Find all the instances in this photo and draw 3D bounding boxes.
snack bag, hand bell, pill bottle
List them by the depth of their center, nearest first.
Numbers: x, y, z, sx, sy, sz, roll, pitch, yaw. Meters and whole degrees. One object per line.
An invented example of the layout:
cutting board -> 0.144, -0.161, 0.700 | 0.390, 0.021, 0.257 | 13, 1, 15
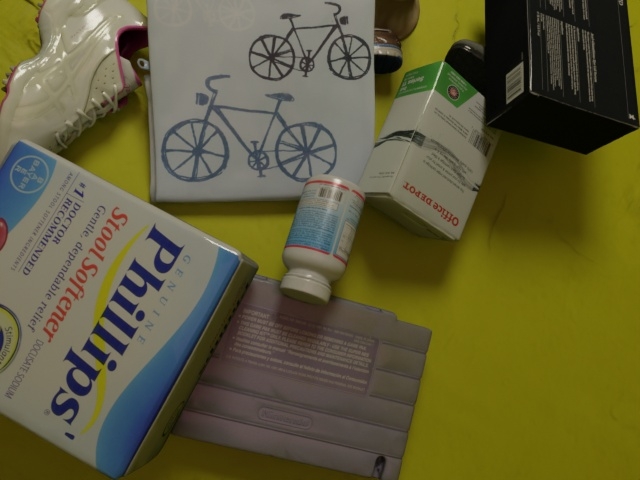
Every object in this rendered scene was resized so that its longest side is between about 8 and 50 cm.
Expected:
pill bottle -> 0.000, 0.000, 0.731 | 0.087, 0.087, 0.160 | 20, 73, -9
hand bell -> 0.121, -0.383, 0.754 | 0.126, 0.242, 0.126 | 1, 85, -11
snack bag -> -0.080, -0.221, 0.756 | 0.323, 0.037, 0.342 | -3, 103, -11

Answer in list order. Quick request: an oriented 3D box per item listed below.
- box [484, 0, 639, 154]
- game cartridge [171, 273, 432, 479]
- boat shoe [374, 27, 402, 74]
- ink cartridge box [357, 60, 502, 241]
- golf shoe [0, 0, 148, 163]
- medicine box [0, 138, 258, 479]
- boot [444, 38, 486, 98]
box -> 0.338, -0.277, 0.786 | 0.184, 0.103, 0.261 | 11, 72, -16
game cartridge -> -0.036, 0.180, 0.761 | 0.355, 0.068, 0.230 | 17, 77, -10
boat shoe -> 0.030, -0.292, 0.823 | 0.183, 0.066, 0.066 | 4, 69, -11
ink cartridge box -> 0.160, -0.122, 0.794 | 0.153, 0.087, 0.208 | 30, 78, -30
golf shoe -> -0.318, -0.192, 0.711 | 0.140, 0.115, 0.306 | 20, 82, -13
medicine box -> -0.263, 0.073, 0.641 | 0.289, 0.149, 0.263 | 27, 83, 6
boot -> 0.318, -0.291, 0.880 | 0.246, 0.083, 0.161 | 23, 74, -15
